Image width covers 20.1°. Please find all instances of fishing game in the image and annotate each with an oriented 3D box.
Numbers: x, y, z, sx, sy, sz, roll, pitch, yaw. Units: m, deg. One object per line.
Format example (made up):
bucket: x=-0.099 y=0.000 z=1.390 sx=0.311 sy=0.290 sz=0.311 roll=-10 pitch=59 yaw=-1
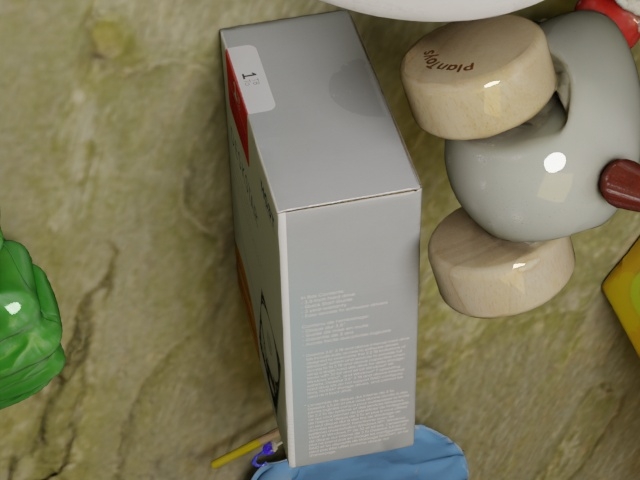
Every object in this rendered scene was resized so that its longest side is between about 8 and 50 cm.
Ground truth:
fishing game: x=0.027 y=0.194 z=1.461 sx=0.189 sy=0.041 sz=0.264 roll=-31 pitch=140 yaw=21

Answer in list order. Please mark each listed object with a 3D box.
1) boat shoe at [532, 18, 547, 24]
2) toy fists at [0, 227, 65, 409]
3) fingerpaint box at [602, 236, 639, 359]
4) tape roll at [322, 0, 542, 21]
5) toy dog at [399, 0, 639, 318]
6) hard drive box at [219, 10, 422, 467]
boat shoe: x=0.138 y=-0.127 z=1.193 sx=0.125 sy=0.046 sz=0.038 roll=-8 pitch=139 yaw=-1
toy fists: x=-0.255 y=0.018 z=1.156 sx=0.142 sy=0.096 sz=0.279 roll=-13 pitch=137 yaw=6
fingerpaint box: x=0.430 y=0.015 z=1.200 sx=0.163 sy=0.371 sz=0.444 roll=13 pitch=125 yaw=-29
tape roll: x=0.051 y=-0.250 z=0.891 sx=0.246 sy=0.169 sz=0.246 roll=9 pitch=145 yaw=6
toy dog: x=0.184 y=-0.096 z=1.043 sx=0.333 sy=0.161 sz=0.220 roll=-59 pitch=141 yaw=-21
hard drive box: x=0.000 y=0.000 z=1.167 sx=0.089 sy=0.181 sz=0.232 roll=-9 pitch=133 yaw=-9
